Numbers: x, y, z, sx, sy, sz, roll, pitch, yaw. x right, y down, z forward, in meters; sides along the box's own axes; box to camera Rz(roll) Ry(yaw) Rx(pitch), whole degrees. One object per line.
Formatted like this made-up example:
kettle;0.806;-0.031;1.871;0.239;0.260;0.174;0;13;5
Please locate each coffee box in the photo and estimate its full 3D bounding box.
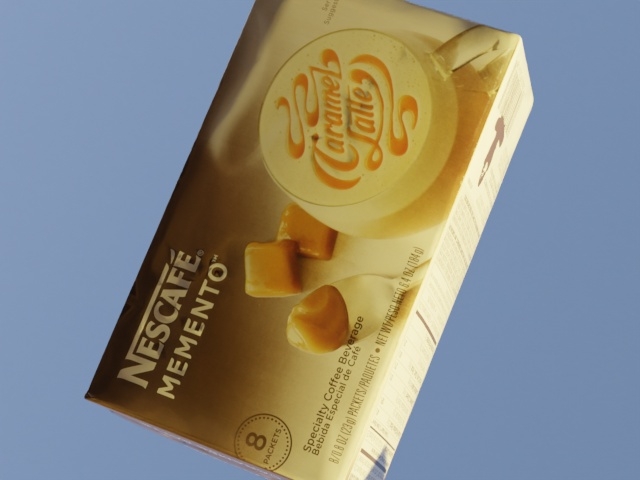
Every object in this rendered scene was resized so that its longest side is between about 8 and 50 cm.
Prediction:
coffee box;0.000;0.000;0.837;0.141;0.098;0.246;20;-101;16
